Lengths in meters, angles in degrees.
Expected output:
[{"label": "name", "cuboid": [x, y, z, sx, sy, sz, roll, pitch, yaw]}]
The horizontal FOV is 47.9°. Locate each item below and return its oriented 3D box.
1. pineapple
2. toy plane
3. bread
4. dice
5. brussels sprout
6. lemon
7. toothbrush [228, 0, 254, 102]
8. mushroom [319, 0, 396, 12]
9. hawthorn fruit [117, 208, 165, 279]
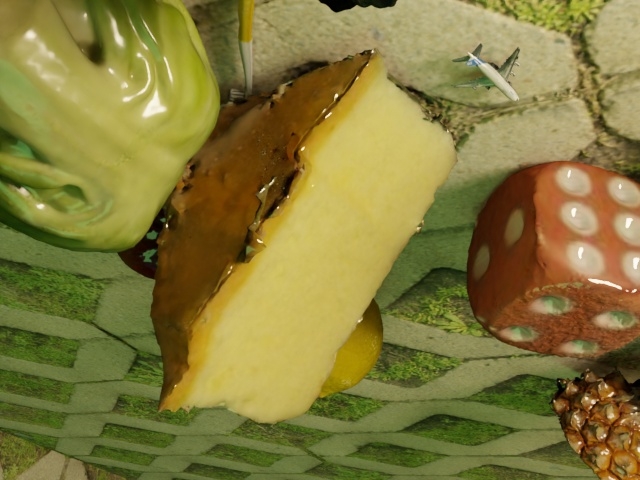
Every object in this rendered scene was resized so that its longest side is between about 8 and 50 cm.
[{"label": "pineapple", "cuboid": [0.566, 0.263, 1.181, 0.263, 0.262, 0.271, 22, 127, -22]}, {"label": "toy plane", "cuboid": [0.166, -0.160, 0.696, 0.084, 0.024, 0.078, 23, 147, -36]}, {"label": "bread", "cuboid": [0.000, 0.000, 0.726, 0.279, 0.315, 0.248, -23, 148, 26]}, {"label": "dice", "cuboid": [0.280, 0.023, 0.834, 0.174, 0.174, 0.179, 13, 151, -6]}, {"label": "brussels sprout", "cuboid": [-0.240, -0.129, 0.626, 0.328, 0.247, 0.328, 12, 154, 6]}, {"label": "lemon", "cuboid": [-0.003, 0.135, 1.080, 0.192, 0.192, 0.231, -10, 139, 28]}, {"label": "toothbrush", "cuboid": [-0.072, -0.207, 0.674, 0.024, 0.021, 0.288, 1, 150, -8]}, {"label": "mushroom", "cuboid": [-0.074, -0.268, 0.389, 0.344, 0.129, 0.247, 31, 176, 9]}, {"label": "hawthorn fruit", "cuboid": [-0.174, -0.036, 0.880, 0.157, 0.194, 0.156, -4, 112, -11]}]
